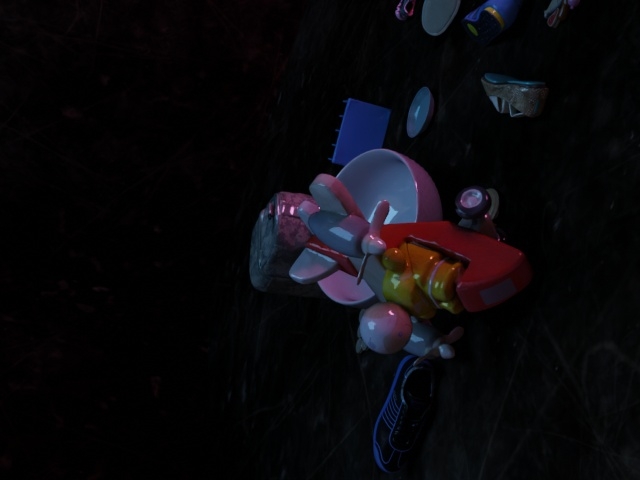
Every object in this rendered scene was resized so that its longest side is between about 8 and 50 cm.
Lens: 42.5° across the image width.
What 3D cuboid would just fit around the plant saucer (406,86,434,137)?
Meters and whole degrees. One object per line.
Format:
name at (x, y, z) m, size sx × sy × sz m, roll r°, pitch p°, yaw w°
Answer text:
plant saucer at (0.233, -0.292, 1.894) m, size 0.119 × 0.021 × 0.119 m, roll -166°, pitch 90°, yaw -74°

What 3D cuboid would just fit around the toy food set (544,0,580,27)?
toy food set at (0.411, -0.406, 1.383) m, size 0.122 × 0.019 × 0.078 m, roll 123°, pitch 154°, yaw -50°

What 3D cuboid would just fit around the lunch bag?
lunch bag at (0.000, 0.000, 1.969) m, size 0.256 × 0.305 × 0.213 m, roll 124°, pitch 151°, yaw -60°

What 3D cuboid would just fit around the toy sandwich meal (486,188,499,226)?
toy sandwich meal at (0.298, -0.054, 1.480) m, size 0.085 × 0.029 × 0.086 m, roll -44°, pitch 35°, yaw 43°

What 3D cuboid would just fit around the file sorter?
file sorter at (0.098, -0.276, 2.173) m, size 0.104 × 0.118 × 0.170 m, roll -141°, pitch 65°, yaw -77°

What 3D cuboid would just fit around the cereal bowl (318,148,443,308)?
cereal bowl at (0.134, -0.015, 1.723) m, size 0.339 × 0.141 × 0.339 m, roll -26°, pitch 56°, yaw 47°

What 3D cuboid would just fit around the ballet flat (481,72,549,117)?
ballet flat at (0.333, -0.253, 1.449) m, size 0.206 × 0.073 × 0.067 m, roll -118°, pitch 29°, yaw -72°

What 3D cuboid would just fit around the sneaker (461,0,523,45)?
sneaker at (0.338, -0.437, 1.603) m, size 0.082 × 0.069 × 0.209 m, roll -44°, pitch 8°, yaw -2°

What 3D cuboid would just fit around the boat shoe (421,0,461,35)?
boat shoe at (0.295, -0.566, 1.843) m, size 0.079 × 0.084 × 0.233 m, roll -39°, pitch -24°, yaw -44°

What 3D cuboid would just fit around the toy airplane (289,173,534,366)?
toy airplane at (0.108, 0.062, 1.390) m, size 0.384 × 0.386 × 0.272 m, roll 129°, pitch 162°, yaw -58°

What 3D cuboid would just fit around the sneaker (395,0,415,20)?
sneaker at (0.232, -0.633, 2.137) m, size 0.057 × 0.047 × 0.119 m, roll -153°, pitch 69°, yaw -67°

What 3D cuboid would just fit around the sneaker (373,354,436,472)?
sneaker at (0.159, 0.331, 1.550) m, size 0.090 × 0.081 × 0.232 m, roll 180°, pitch 104°, yaw -81°

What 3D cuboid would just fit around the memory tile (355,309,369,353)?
memory tile at (0.114, 0.188, 1.939) m, size 0.113 × 0.012 × 0.148 m, roll 138°, pitch 142°, yaw -63°
